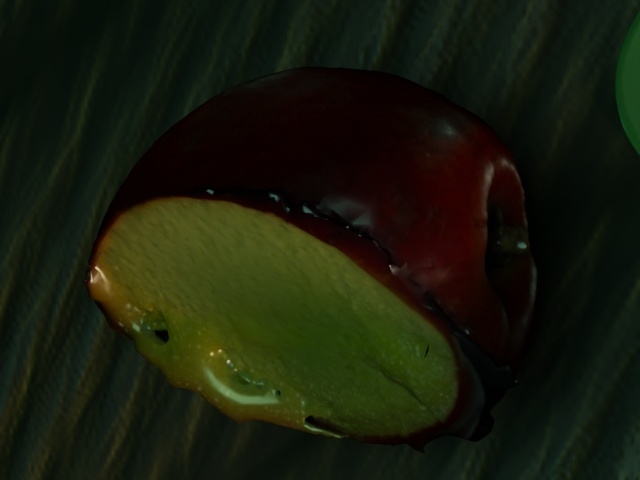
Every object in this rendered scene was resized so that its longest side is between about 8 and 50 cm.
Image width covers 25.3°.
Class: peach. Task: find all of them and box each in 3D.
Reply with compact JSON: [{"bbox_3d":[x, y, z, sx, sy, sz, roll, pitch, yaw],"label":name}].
[{"bbox_3d":[0.000,0.000,1.023,0.362,0.201,0.257,-4,127,40],"label":"peach"}]

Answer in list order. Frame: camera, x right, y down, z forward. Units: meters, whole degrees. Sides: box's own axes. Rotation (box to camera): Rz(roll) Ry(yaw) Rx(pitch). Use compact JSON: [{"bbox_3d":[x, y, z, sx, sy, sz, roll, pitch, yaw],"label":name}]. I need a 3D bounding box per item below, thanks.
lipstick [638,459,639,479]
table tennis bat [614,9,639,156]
[{"bbox_3d":[0.340,0.161,0.920,0.254,0.070,0.070,-4,89,27],"label":"lipstick"},{"bbox_3d":[0.297,-0.152,0.959,0.160,0.039,0.257,29,108,24],"label":"table tennis bat"}]
